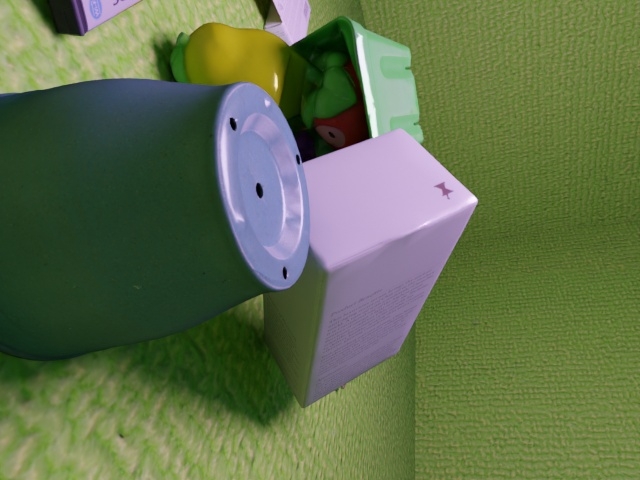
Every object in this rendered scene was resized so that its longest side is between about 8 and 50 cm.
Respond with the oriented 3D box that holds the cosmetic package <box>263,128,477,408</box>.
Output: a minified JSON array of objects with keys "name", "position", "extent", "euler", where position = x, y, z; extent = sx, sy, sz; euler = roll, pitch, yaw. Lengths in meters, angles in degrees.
[{"name":"cosmetic package","position":[0.039,0.076,0.701],"extent":[0.162,0.229,0.454],"euler":[53,-26,29]}]

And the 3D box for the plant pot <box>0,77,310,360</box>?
[{"name":"plant pot","position":[-0.155,-0.032,0.425],"extent":[0.271,0.254,0.272],"euler":[-9,90,-72]}]

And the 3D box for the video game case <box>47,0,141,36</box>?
[{"name":"video game case","position":[-0.249,-0.409,0.491],"extent":[0.248,0.035,0.275],"euler":[-77,175,-47]}]

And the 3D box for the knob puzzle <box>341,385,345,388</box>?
[{"name":"knob puzzle","position":[0.052,0.295,1.270],"extent":[0.213,0.029,0.214],"euler":[-7,90,-71]}]

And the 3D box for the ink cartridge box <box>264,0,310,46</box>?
[{"name":"ink cartridge box","position":[-0.102,-0.630,1.148],"extent":[0.239,0.060,0.276],"euler":[58,31,-50]}]

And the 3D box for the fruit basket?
[{"name":"fruit basket","position":[-0.059,-0.226,0.770],"extent":[0.392,0.391,0.283],"euler":[-40,120,-69]}]
